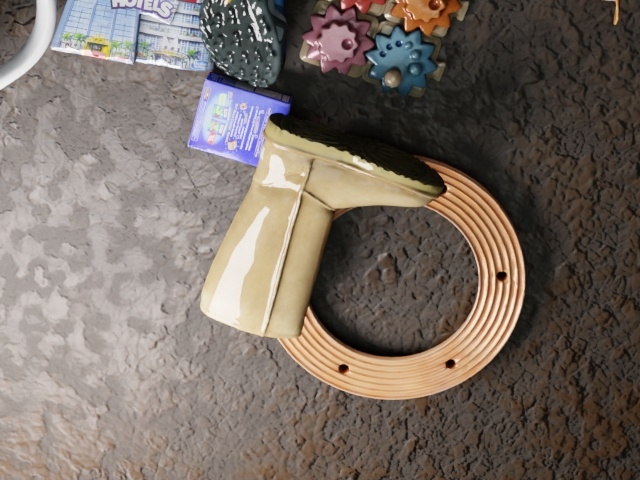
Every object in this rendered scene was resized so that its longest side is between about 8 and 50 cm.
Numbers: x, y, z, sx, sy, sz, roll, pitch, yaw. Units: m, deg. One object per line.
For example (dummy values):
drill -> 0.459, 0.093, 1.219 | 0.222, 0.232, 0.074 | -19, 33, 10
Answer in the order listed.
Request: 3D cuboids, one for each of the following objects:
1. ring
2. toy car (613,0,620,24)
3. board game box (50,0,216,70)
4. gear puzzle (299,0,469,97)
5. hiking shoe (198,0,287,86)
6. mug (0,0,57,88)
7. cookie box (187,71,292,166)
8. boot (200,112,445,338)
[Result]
ring -> 0.090, 0.047, 1.811 | 0.336, 0.032, 0.337 | 2, 113, 4
toy car -> 0.316, -0.334, 1.560 | 0.219, 0.210, 0.238 | -6, 125, 17
board game box -> -0.206, -0.305, 1.672 | 0.194, 0.060, 0.194 | 10, 113, 0
gear puzzle -> 0.102, -0.332, 1.647 | 0.175, 0.044, 0.339 | 18, 112, -3
hiking shoe -> -0.069, -0.306, 1.618 | 0.113, 0.132, 0.304 | 23, 145, 22
mug -> -0.483, -0.244, 1.620 | 0.374, 0.276, 0.328 | -21, 118, -10
cookie box -> -0.097, -0.144, 1.739 | 0.107, 0.040, 0.092 | 17, 112, -3
boot -> 0.000, 0.000, 1.741 | 0.236, 0.089, 0.269 | 20, 114, 3
